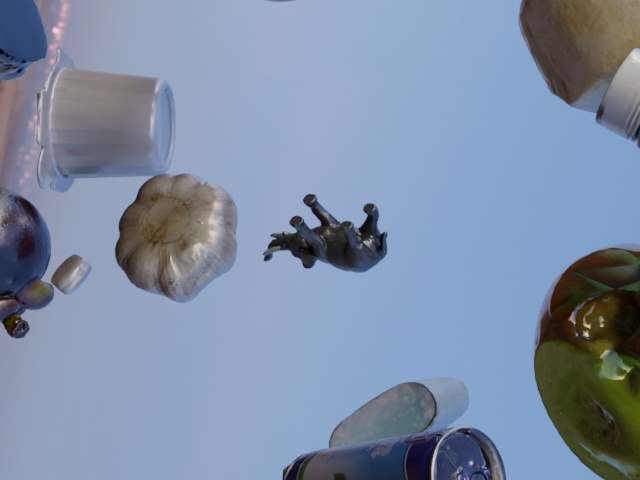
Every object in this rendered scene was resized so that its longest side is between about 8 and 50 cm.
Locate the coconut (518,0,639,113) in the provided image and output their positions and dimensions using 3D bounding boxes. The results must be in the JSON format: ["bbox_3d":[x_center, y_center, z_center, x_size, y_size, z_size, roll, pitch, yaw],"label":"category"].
[{"bbox_3d":[0.573,-0.394,1.936,0.344,0.415,0.415,3,102,-69],"label":"coconut"}]

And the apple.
[{"bbox_3d":[0.519,0.191,1.710,0.374,0.374,0.384,118,-18,-44],"label":"apple"}]

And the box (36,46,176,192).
[{"bbox_3d":[-0.384,-0.202,1.953,0.291,0.206,0.262,-85,175,-52],"label":"box"}]

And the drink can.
[{"bbox_3d":[0.063,0.239,1.031,0.235,0.097,0.097,-22,-125,51],"label":"drink can"}]

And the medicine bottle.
[{"bbox_3d":[0.521,-0.155,1.469,0.143,0.258,0.143,-48,157,-28],"label":"medicine bottle"}]

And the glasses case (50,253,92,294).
[{"bbox_3d":[-0.468,0.063,2.004,0.074,0.049,0.193,-51,-167,-10],"label":"glasses case"}]

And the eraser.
[{"bbox_3d":[0.120,0.264,1.563,0.174,0.081,0.227,-38,165,12],"label":"eraser"}]

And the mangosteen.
[{"bbox_3d":[-0.549,0.041,1.774,0.265,0.228,0.228,67,-19,2],"label":"mangosteen"}]

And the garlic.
[{"bbox_3d":[-0.218,0.011,1.771,0.212,0.218,0.218,49,45,-63],"label":"garlic"}]

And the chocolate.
[{"bbox_3d":[-0.667,-0.402,1.925,0.340,0.210,0.225,38,36,-70],"label":"chocolate"}]

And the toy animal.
[{"bbox_3d":[-0.005,-0.007,1.828,0.082,0.269,0.137,-63,142,-38],"label":"toy animal"}]
